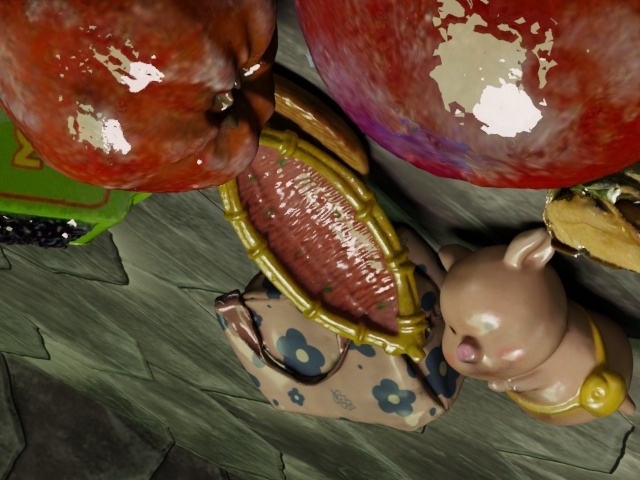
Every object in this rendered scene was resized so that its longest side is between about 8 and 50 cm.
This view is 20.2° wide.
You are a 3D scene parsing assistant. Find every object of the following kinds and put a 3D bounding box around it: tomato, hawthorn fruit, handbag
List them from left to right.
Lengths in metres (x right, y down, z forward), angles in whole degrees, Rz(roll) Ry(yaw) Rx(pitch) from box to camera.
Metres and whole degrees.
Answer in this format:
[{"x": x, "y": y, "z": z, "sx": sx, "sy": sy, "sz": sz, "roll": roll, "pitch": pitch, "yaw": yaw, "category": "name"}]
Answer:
[{"x": -0.154, "y": -0.172, "z": 1.503, "sx": 0.284, "sy": 0.284, "sz": 0.284, "roll": 26, "pitch": 161, "yaw": 10, "category": "hawthorn fruit"}, {"x": 0.028, "y": 0.082, "z": 1.979, "sx": 0.251, "sy": 0.190, "sz": 0.193, "roll": 3, "pitch": 142, "yaw": 38, "category": "handbag"}, {"x": 0.110, "y": -0.149, "z": 1.210, "sx": 0.335, "sy": 0.176, "sz": 0.289, "roll": 11, "pitch": 153, "yaw": 23, "category": "tomato"}]

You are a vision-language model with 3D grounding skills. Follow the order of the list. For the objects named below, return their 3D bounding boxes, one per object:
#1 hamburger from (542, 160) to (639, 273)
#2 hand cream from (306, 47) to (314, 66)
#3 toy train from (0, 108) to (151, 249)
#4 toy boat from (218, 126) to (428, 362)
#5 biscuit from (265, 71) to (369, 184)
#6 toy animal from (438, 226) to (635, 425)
[{"x": 0.256, "y": -0.037, "z": 1.500, "sx": 0.176, "sy": 0.087, "sz": 0.102, "roll": 22, "pitch": 149, "yaw": 44, "category": "hamburger"}, {"x": 0.015, "y": -0.221, "z": 1.393, "sx": 0.271, "sy": 0.091, "sz": 0.058, "roll": 73, "pitch": 175, "yaw": -62, "category": "hand cream"}, {"x": -0.294, "y": -0.121, "z": 1.753, "sx": 0.307, "sy": 0.249, "sz": 0.173, "roll": 6, "pitch": 167, "yaw": -23, "category": "toy train"}, {"x": -0.001, "y": -0.004, "z": 1.780, "sx": 0.318, "sy": 0.141, "sz": 0.099, "roll": 49, "pitch": -165, "yaw": -22, "category": "toy boat"}, {"x": -0.037, "y": -0.124, "z": 1.765, "sx": 0.224, "sy": 0.033, "sz": 0.144, "roll": 31, "pitch": 162, "yaw": -11, "category": "biscuit"}, {"x": 0.224, "y": 0.104, "z": 1.808, "sx": 0.165, "sy": 0.149, "sz": 0.248, "roll": -17, "pitch": 125, "yaw": 44, "category": "toy animal"}]
